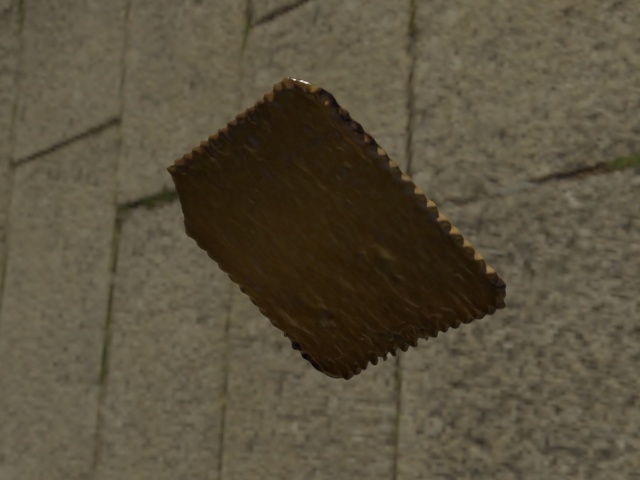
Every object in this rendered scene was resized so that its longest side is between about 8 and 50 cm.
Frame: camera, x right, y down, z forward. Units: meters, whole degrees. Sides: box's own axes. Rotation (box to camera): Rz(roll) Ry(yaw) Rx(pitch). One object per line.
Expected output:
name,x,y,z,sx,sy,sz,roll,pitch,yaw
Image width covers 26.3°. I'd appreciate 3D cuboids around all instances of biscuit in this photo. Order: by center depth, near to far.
biscuit,0.000,0.000,1.055,0.232,0.237,0.013,-30,18,47
